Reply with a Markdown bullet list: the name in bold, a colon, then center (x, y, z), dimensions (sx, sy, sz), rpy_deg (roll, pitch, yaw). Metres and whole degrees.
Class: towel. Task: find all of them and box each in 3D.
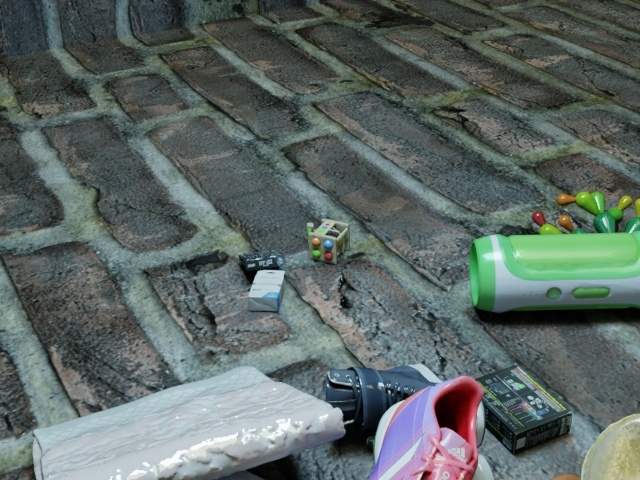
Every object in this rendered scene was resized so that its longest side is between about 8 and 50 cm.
- **towel**: center (-0.177, 0.233, 1.170), dimensions (0.332, 0.053, 0.317), rpy_deg (-14, 7, -20)

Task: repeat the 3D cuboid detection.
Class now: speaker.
- **speaker**: center (0.387, 0.049, 1.513), dimensions (0.297, 0.131, 0.131), rpy_deg (-1, 30, 1)

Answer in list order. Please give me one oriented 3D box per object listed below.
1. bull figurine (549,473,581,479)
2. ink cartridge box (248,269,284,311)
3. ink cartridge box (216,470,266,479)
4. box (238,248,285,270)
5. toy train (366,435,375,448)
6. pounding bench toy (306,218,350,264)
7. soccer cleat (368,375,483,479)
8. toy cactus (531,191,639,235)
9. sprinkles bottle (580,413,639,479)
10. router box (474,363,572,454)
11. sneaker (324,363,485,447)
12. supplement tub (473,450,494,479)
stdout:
- **bull figurine**: center (0.242, 0.358, 1.006), dimensions (0.188, 0.101, 0.310), rpy_deg (21, 39, 28)
- **ink cartridge box**: center (-0.086, 0.081, 1.579), dimensions (0.048, 0.028, 0.083), rpy_deg (2, 30, 8)
- **ink cartridge box**: center (-0.038, 0.328, 1.074), dimensions (0.207, 0.097, 0.046), rpy_deg (16, 33, 30)
- **box**: center (-0.100, 0.032, 1.646), dimensions (0.067, 0.018, 0.083), rpy_deg (-9, 8, -13)
- **toy train**: center (0.096, 0.267, 1.245), dimensions (0.083, 0.017, 0.024), rpy_deg (12, -8, 23)
- **pounding bench toy**: center (0.000, 0.000, 1.693), dimensions (0.083, 0.052, 0.065), rpy_deg (12, 33, 24)
- **soccer cleat**: center (0.105, 0.260, 1.006), dimensions (0.109, 0.116, 0.318), rpy_deg (41, 31, -11)
- **toy cactus**: center (0.484, -0.004, 1.653), dimensions (0.219, 0.112, 0.180), rpy_deg (-4, 48, -8)
- **sprinkles bottle**: center (0.339, 0.287, 0.862), dimensions (0.121, 0.355, 0.121), rpy_deg (-20, 43, 20)
- **router box**: center (0.260, 0.223, 1.300), dimensions (0.092, 0.038, 0.122), rpy_deg (-16, 33, -22)
- **sneaker**: center (0.095, 0.213, 1.227), dimensions (0.164, 0.086, 0.226), rpy_deg (0, 5, -21)
- **supplement tub**: center (0.144, 0.294, 1.150), dimensions (0.107, 0.071, 0.071), rpy_deg (-12, 31, -17)
